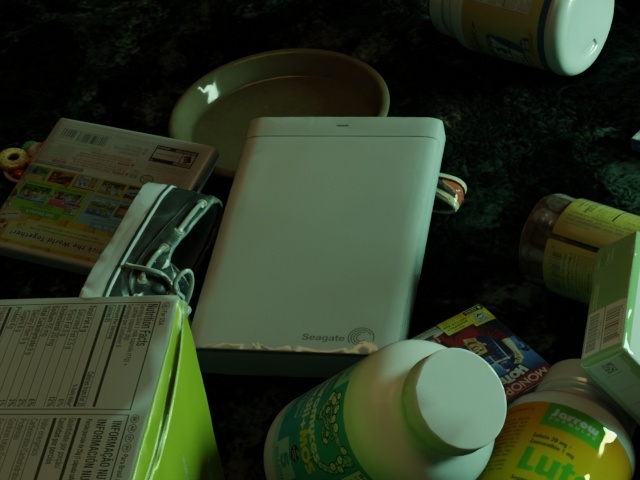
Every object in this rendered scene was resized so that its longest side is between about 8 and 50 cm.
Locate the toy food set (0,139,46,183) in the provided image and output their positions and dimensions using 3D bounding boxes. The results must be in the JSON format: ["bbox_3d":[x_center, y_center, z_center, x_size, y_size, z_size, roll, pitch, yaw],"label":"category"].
[{"bbox_3d":[-0.359,-0.099,2.360,0.083,0.020,0.083,-27,41,-20],"label":"toy food set"}]

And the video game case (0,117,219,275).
[{"bbox_3d":[-0.262,-0.049,2.240,0.227,0.026,0.206,12,55,25],"label":"video game case"}]

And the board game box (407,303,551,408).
[{"bbox_3d":[0.138,0.172,1.881,0.194,0.060,0.194,-25,42,-19],"label":"board game box"}]

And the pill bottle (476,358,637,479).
[{"bbox_3d":[0.210,0.225,1.735,0.136,0.136,0.245,11,43,24],"label":"pill bottle"}]

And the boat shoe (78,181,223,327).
[{"bbox_3d":[-0.185,0.060,2.047,0.105,0.113,0.306,9,42,14],"label":"boat shoe"}]

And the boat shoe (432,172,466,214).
[{"bbox_3d":[0.101,-0.058,2.190,0.137,0.049,0.043,11,44,17],"label":"boat shoe"}]

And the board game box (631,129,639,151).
[{"bbox_3d":[0.429,-0.125,2.222,0.090,0.020,0.090,22,49,34],"label":"board game box"}]

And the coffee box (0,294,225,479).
[{"bbox_3d":[-0.270,0.282,1.606,0.334,0.337,0.338,-2,37,10],"label":"coffee box"}]

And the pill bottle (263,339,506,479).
[{"bbox_3d":[0.063,0.177,1.715,0.146,0.264,0.146,11,66,-24],"label":"pill bottle"}]

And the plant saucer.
[{"bbox_3d":[-0.050,-0.149,2.340,0.278,0.041,0.278,-6,39,5],"label":"plant saucer"}]

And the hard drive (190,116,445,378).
[{"bbox_3d":[0.000,0.000,2.094,0.233,0.047,0.353,1,49,14],"label":"hard drive"}]

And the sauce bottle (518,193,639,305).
[{"bbox_3d":[0.375,0.046,1.949,0.344,0.111,0.111,22,48,32],"label":"sauce bottle"}]

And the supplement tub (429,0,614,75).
[{"bbox_3d":[0.253,-0.297,2.376,0.200,0.144,0.144,20,47,32],"label":"supplement tub"}]

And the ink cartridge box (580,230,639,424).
[{"bbox_3d":[0.349,0.126,1.807,0.056,0.235,0.171,-30,27,33],"label":"ink cartridge box"}]
